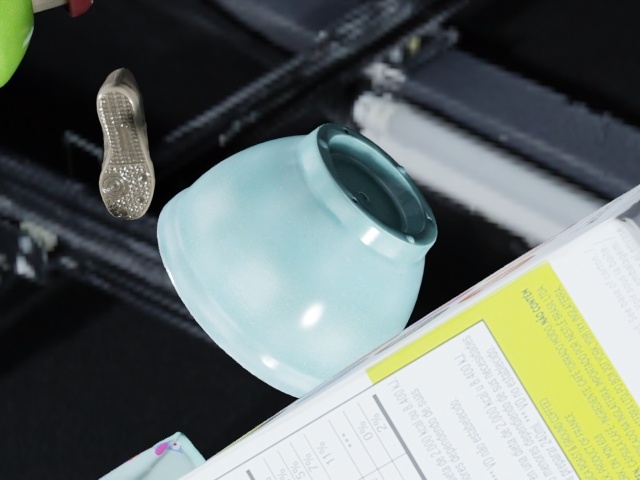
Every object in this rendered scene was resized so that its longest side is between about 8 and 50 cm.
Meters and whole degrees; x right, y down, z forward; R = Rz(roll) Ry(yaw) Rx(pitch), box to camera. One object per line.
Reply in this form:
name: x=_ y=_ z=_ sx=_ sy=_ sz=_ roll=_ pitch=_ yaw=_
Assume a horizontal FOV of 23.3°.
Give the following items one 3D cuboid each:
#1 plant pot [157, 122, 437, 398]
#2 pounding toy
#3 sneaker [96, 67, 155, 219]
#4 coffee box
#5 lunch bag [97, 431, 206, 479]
plant pot: x=0.000 y=0.000 z=1.668 sx=0.293 sy=0.196 sz=0.293 roll=35 pitch=-152 yaw=-22
pounding toy: x=-0.255 y=-0.218 z=1.256 sx=0.110 sy=0.183 sz=0.237 roll=-19 pitch=-176 yaw=-16
sneaker: x=-0.225 y=-0.115 z=1.833 sx=0.066 sy=0.188 sz=0.071 roll=5 pitch=-144 yaw=3
coffee box: x=0.158 y=0.187 z=0.946 sx=0.338 sy=0.334 sz=0.337 roll=58 pitch=-159 yaw=4
lunch bag: x=-0.224 y=0.342 z=1.649 sx=0.160 sy=0.262 sz=0.223 roll=50 pitch=-123 yaw=-4
